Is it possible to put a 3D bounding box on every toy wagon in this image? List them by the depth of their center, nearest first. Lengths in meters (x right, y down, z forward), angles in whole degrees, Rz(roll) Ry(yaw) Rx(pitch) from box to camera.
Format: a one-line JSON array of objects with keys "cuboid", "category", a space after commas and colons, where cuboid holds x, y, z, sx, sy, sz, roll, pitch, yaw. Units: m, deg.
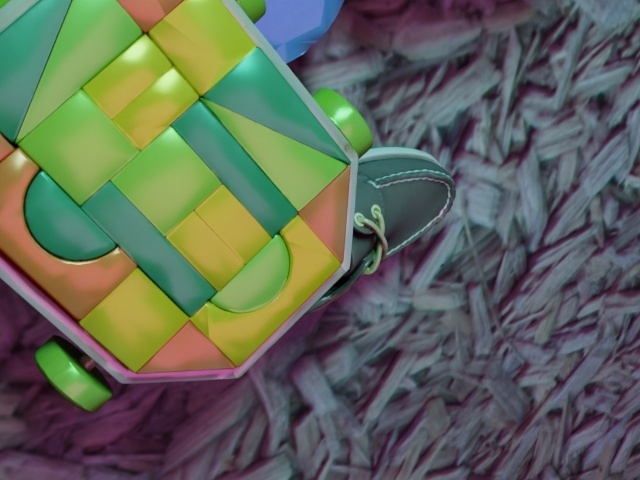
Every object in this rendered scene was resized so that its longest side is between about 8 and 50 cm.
[{"cuboid": [-0.132, -0.065, 0.479, 0.267, 0.068, 0.344, -45, 112, -9], "category": "toy wagon"}]

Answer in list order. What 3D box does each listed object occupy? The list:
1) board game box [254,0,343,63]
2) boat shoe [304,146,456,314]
[{"cuboid": [-0.059, -0.205, 0.548, 0.133, 0.033, 0.168, -45, 124, -2], "category": "board game box"}, {"cuboid": [0.000, 0.004, 0.644, 0.305, 0.091, 0.109, -21, 122, -25], "category": "boat shoe"}]
